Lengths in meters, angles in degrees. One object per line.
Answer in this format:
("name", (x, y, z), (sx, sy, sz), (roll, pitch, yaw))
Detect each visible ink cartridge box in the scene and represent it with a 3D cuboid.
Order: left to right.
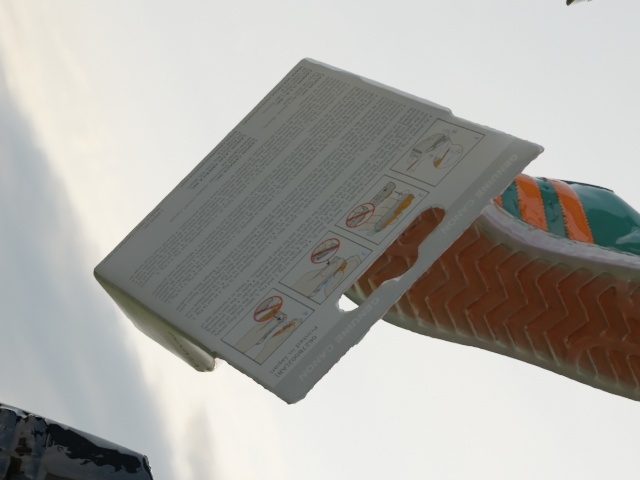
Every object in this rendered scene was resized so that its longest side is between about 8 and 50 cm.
("ink cartridge box", (0.000, 0.000, 0.925), (0.224, 0.181, 0.056), (28, -20, 52))

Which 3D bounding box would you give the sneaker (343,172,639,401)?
("sneaker", (0.116, 0.007, 1.100), (0.302, 0.121, 0.108), (25, -69, 12))

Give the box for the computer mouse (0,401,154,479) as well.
("computer mouse", (-0.034, 0.101, 0.491), (0.041, 0.242, 0.071), (-59, 164, -61))

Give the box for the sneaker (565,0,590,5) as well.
("sneaker", (0.191, -0.287, 1.502), (0.185, 0.084, 0.069), (53, -23, 6))
